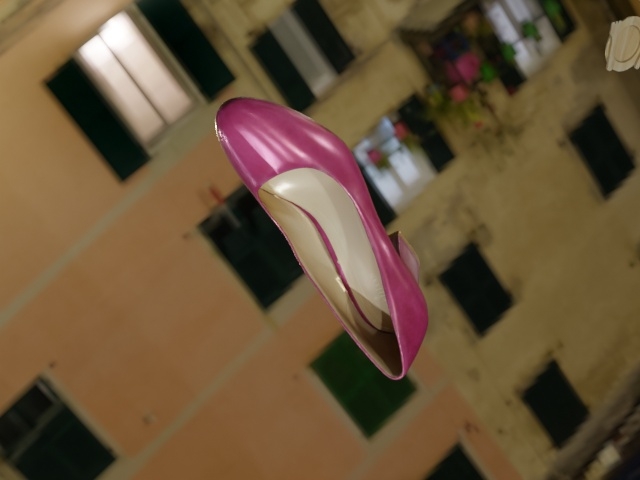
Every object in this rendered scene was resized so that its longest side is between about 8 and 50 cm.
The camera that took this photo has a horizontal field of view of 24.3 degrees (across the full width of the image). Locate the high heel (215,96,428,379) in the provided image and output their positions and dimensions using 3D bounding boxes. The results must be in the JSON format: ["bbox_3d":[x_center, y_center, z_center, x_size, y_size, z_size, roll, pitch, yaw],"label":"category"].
[{"bbox_3d":[0.000,0.000,1.122,0.082,0.244,0.117,-21,-141,24],"label":"high heel"}]

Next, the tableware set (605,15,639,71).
[{"bbox_3d":[0.391,-0.253,1.678,0.020,0.168,0.141,37,-63,46],"label":"tableware set"}]
